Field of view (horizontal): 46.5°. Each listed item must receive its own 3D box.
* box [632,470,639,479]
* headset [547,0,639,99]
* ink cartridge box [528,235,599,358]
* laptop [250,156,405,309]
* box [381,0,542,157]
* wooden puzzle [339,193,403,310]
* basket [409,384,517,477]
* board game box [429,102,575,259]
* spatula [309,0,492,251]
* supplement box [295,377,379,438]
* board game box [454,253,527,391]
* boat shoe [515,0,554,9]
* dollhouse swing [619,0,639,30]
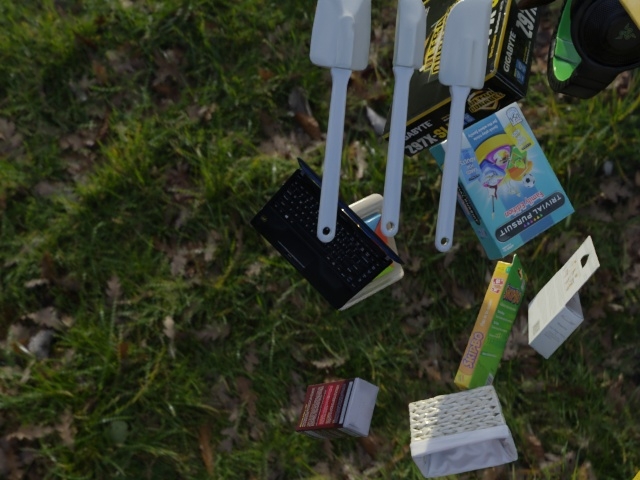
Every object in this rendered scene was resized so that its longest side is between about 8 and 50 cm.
[{"bbox_3d":[0.734,0.446,1.300,0.177,0.279,0.290,37,88,-9],"label":"box"},{"bbox_3d":[0.437,-0.345,1.003,0.185,0.394,0.243,15,70,-2],"label":"headset"},{"bbox_3d":[0.582,0.127,1.745,0.060,0.275,0.239,38,111,3],"label":"ink cartridge box"},{"bbox_3d":[0.000,0.000,1.256,0.234,0.264,0.136,46,37,0],"label":"laptop"},{"bbox_3d":[0.241,-0.323,1.237,0.257,0.079,0.322,-22,43,51],"label":"box"},{"bbox_3d":[0.099,0.030,1.877,0.221,0.239,0.044,-26,20,-22],"label":"wooden puzzle"},{"bbox_3d":[0.239,0.327,1.278,0.167,0.113,0.103,-16,49,12],"label":"basket"},{"bbox_3d":[0.481,-0.158,1.965,0.253,0.079,0.336,-30,93,-16],"label":"board game box"},{"bbox_3d":[0.068,-0.113,0.692,0.168,0.019,0.242,3,98,-17],"label":"spatula"},{"bbox_3d":[0.040,0.432,1.902,0.239,0.073,0.130,-23,43,54],"label":"supplement box"},{"bbox_3d":[0.314,0.159,1.351,0.039,0.124,0.259,17,73,32],"label":"board game box"},{"bbox_3d":[0.307,-0.375,0.906,0.095,0.257,0.095,-15,88,-22],"label":"boat shoe"},{"bbox_3d":[0.500,-0.180,0.658,0.347,0.315,0.305,-41,28,32],"label":"dollhouse swing"}]
